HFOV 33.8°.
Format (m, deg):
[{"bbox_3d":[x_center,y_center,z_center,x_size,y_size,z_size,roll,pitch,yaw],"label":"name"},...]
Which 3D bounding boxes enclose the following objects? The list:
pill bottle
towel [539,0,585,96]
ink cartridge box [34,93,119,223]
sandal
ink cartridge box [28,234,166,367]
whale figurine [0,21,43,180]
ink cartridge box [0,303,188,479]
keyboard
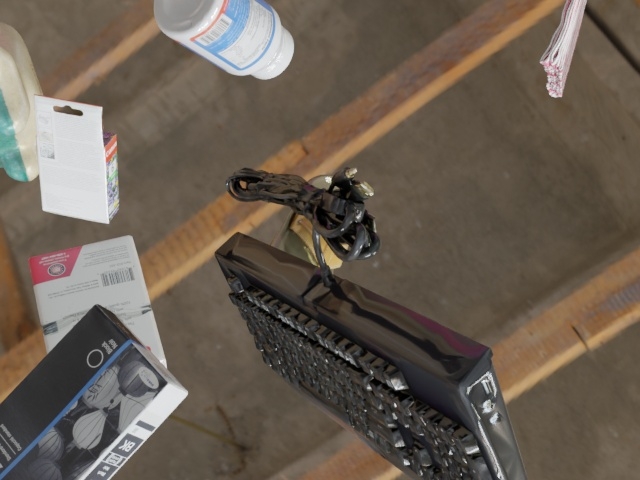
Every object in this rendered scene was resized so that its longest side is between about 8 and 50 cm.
[{"bbox_3d":[-0.136,-0.320,1.572,0.124,0.221,0.124,-8,-106,28],"label":"pill bottle"},{"bbox_3d":[0.323,-0.276,1.389,0.029,0.197,0.144,16,-90,13],"label":"towel"},{"bbox_3d":[-0.205,-0.073,0.891,0.063,0.115,0.029,11,-145,8],"label":"ink cartridge box"},{"bbox_3d":[0.000,0.000,0.928,0.049,0.072,0.180,-35,-154,40],"label":"sandal"},{"bbox_3d":[-0.356,0.129,1.687,0.172,0.100,0.237,-13,-118,-13],"label":"ink cartridge box"},{"bbox_3d":[-0.396,-0.165,1.225,0.141,0.272,0.216,-19,-78,-13],"label":"whale figurine"},{"bbox_3d":[-0.336,0.254,1.318,0.165,0.065,0.332,40,-93,28],"label":"ink cartridge box"},{"bbox_3d":[0.004,0.044,0.601,0.033,0.201,0.317,-26,-160,-20],"label":"keyboard"}]
